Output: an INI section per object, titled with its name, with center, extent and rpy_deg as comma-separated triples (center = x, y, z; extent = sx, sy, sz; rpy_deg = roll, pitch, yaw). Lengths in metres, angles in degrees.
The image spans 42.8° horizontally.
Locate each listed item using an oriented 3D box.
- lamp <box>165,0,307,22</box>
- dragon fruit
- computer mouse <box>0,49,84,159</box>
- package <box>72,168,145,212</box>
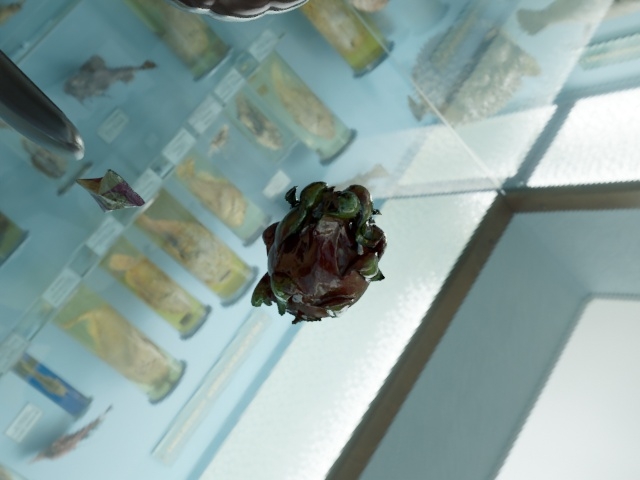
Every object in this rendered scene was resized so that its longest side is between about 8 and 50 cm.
[lamp]
center = -0.095, -0.399, 0.916
extent = 0.303, 0.303, 0.257
rpy_deg = -41, -144, 8
[dragon fruit]
center = 0.000, 0.000, 0.819
extent = 0.138, 0.175, 0.142
rpy_deg = 35, -123, 23
[computer mouse]
center = -0.381, -0.180, 0.994
extent = 0.057, 0.232, 0.120
rpy_deg = -46, -172, -13
[package]
center = -0.251, -0.057, 0.961
extent = 0.083, 0.059, 0.029
rpy_deg = -6, -136, 42
